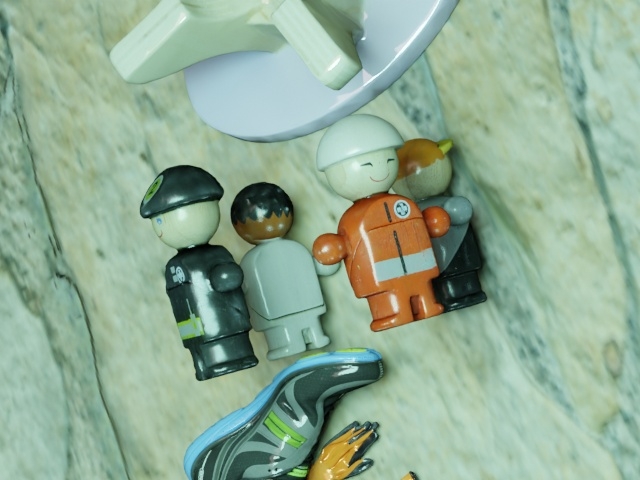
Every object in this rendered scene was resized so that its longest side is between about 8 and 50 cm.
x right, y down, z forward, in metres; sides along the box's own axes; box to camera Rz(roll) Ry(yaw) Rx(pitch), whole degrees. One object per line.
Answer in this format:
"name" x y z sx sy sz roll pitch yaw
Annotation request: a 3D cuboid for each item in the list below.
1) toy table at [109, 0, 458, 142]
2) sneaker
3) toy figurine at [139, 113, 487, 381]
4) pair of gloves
"toy table" -0.024 -0.201 1.235 0.252 0.161 0.274 42 100 24
"sneaker" -0.019 0.143 1.233 0.188 0.067 0.078 -40 69 21
"toy figurine" 0.000 0.000 1.163 0.213 0.209 0.148 -17 86 22
"pair of gloves" 0.032 0.181 1.230 0.074 0.010 0.083 -44 69 15
